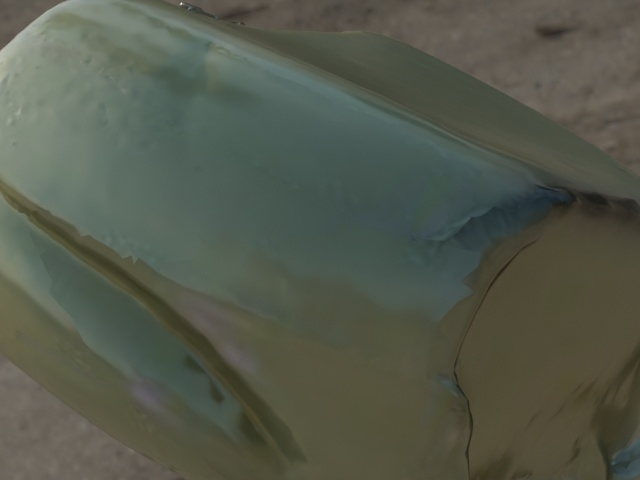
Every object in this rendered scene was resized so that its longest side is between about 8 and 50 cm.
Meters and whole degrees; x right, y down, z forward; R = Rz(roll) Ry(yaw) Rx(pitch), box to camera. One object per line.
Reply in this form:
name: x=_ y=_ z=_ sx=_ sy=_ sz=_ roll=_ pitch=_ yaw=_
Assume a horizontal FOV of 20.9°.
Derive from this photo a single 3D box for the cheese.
cheese: x=0.000 y=0.000 z=0.566 sx=0.233 sy=0.127 sz=0.266 roll=31 pitch=12 yaw=27
